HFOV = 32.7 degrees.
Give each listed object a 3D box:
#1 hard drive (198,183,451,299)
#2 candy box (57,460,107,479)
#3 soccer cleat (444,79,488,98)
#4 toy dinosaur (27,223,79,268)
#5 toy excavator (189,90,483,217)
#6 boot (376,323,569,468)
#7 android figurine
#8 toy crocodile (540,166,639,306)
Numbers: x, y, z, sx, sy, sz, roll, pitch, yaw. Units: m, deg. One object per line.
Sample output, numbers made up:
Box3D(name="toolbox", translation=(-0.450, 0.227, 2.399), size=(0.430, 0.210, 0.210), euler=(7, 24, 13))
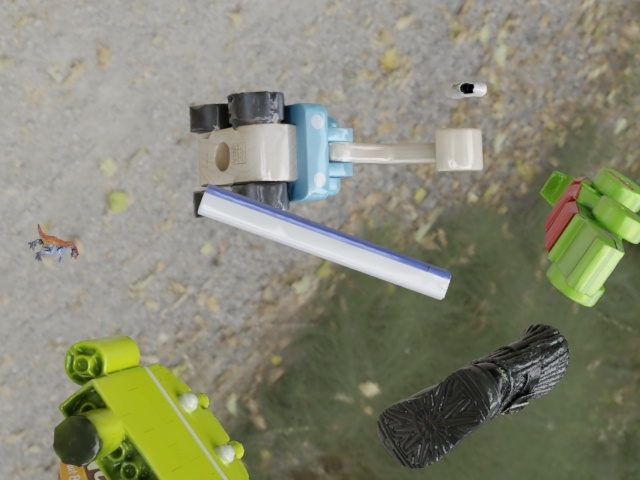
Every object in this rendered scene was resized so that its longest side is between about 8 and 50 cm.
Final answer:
Box3D(name="hard drive", translation=(0.000, 0.000, 1.428), size=(0.210, 0.318, 0.040), euler=(-159, -91, -86))
Box3D(name="candy box", translation=(-0.338, 0.459, 1.766), size=(0.182, 0.316, 0.088), euler=(-12, 133, 8))
Box3D(name="soccer cleat", translation=(0.212, -0.226, 1.623), size=(0.035, 0.083, 0.029), euler=(4, 94, -41))
Box3D(name="toy dinosaur", translation=(-0.395, 0.011, 1.642), size=(0.082, 0.047, 0.090), euler=(-21, 154, -46))
Box3D(name="toy excavator", translation=(0.025, -0.168, 2.087), size=(0.445, 0.433, 0.222), euler=(-4, 91, -37))
Box3D(name="boot", translation=(0.287, 0.294, 2.034), size=(0.260, 0.131, 0.348), euler=(-23, 169, -43))
Box3D(name="android figurine", translation=(-0.140, 0.194, 1.000), size=(0.056, 0.248, 0.273), euler=(-39, 170, 11))
Box3D(name="toy crocodile", translation=(0.312, -0.017, 1.287), size=(0.115, 0.105, 0.340), euler=(-59, 177, 22))
